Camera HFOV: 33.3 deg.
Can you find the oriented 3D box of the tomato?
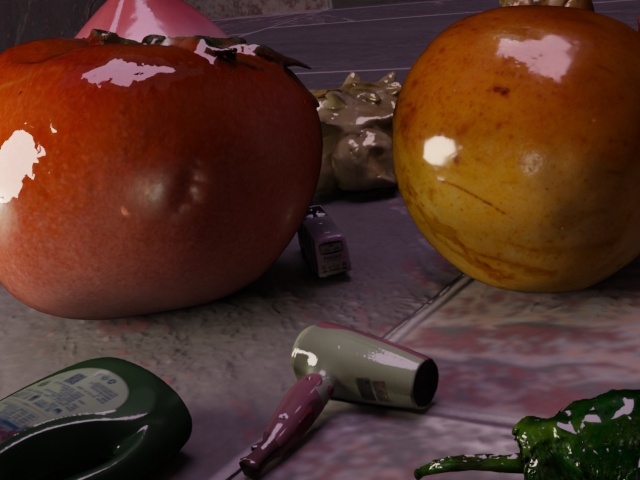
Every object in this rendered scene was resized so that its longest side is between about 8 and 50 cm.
[{"bbox_3d":[-0.163,-0.061,1.018,0.341,0.272,0.341,4,11,-1],"label":"tomato"}]

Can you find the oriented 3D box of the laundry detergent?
[{"bbox_3d":[-0.196,0.149,0.705,0.137,0.063,0.211,16,30,42],"label":"laundry detergent"}]

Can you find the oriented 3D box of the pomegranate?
[{"bbox_3d":[0.194,-0.074,0.926,0.264,0.264,0.264,-8,18,3],"label":"pomegranate"}]

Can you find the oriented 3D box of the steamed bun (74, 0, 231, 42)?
[{"bbox_3d":[-0.230,-0.203,1.444,0.309,0.309,0.309,-8,18,3],"label":"steamed bun"}]

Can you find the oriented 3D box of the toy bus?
[{"bbox_3d":[0.000,0.000,1.083,0.037,0.052,0.130,-14,18,-7],"label":"toy bus"}]

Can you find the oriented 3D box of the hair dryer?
[{"bbox_3d":[0.000,0.119,0.748,0.106,0.054,0.154,13,38,41],"label":"hair dryer"}]

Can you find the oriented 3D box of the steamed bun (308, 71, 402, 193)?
[{"bbox_3d":[0.042,-0.150,1.399,0.295,0.137,0.292,-9,15,6],"label":"steamed bun"}]

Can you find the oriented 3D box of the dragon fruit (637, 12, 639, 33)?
[{"bbox_3d":[0.474,-0.192,1.164,0.303,0.231,0.237,-13,27,23],"label":"dragon fruit"}]

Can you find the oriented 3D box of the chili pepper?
[{"bbox_3d":[0.201,0.110,0.630,0.279,0.065,0.122,-10,9,-10],"label":"chili pepper"}]

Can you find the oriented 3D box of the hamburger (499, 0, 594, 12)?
[{"bbox_3d":[0.277,-0.219,1.322,0.146,0.243,0.286,-4,34,10],"label":"hamburger"}]
